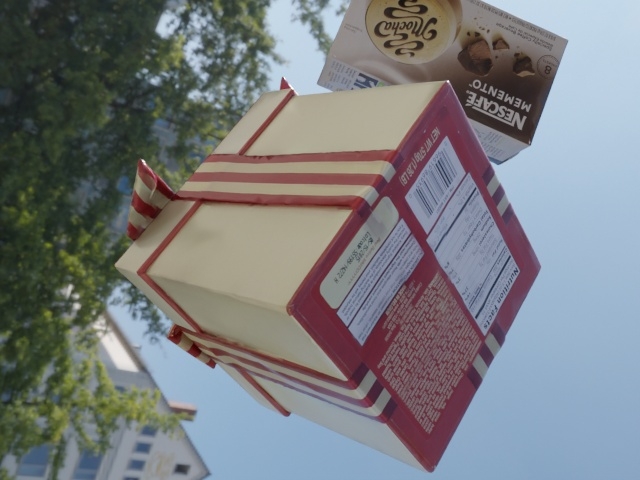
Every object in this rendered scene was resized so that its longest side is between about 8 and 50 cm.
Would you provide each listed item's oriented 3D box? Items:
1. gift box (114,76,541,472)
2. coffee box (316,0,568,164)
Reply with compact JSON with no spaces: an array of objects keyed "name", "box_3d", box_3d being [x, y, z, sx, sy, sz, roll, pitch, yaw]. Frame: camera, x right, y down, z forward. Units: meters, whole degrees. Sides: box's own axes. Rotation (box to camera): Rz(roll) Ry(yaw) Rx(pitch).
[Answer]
[{"name":"gift box","box_3d":[0.000,0.000,0.583,0.258,0.276,0.255,6,-132,47]},{"name":"coffee box","box_3d":[0.167,-0.247,0.937,0.119,0.297,0.168,138,-24,-80]}]
